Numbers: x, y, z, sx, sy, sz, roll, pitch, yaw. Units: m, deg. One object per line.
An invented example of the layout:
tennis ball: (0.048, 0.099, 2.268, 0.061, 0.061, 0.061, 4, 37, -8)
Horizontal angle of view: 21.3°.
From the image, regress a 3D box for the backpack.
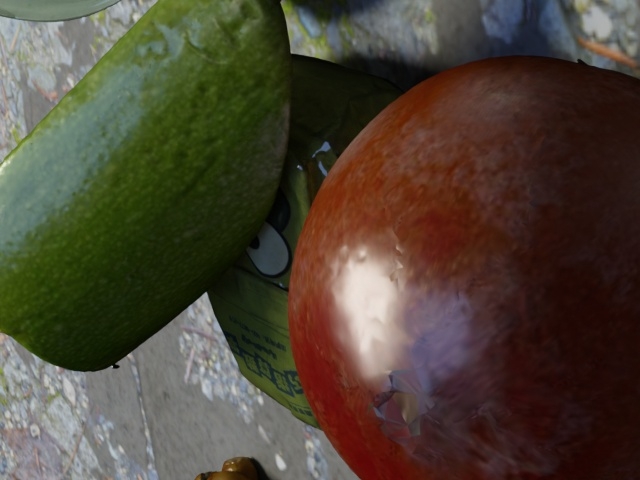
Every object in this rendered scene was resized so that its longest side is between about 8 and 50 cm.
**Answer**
backpack: (0.000, 0.000, 1.123, 0.207, 0.140, 0.253, 23, 131, 46)

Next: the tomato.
tomato: (0.106, 0.038, 0.898, 0.265, 0.265, 0.264, 28, 128, 44)

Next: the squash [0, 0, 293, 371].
squash: (-0.081, -0.036, 1.060, 0.289, 0.203, 0.111, -41, 68, 16)

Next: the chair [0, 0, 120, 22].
chair: (-0.221, -0.283, 1.131, 0.203, 0.275, 0.190, -5, 76, 13)

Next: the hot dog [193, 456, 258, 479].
hot dog: (-0.046, 0.301, 1.388, 0.100, 0.068, 0.249, -15, 92, 65)
